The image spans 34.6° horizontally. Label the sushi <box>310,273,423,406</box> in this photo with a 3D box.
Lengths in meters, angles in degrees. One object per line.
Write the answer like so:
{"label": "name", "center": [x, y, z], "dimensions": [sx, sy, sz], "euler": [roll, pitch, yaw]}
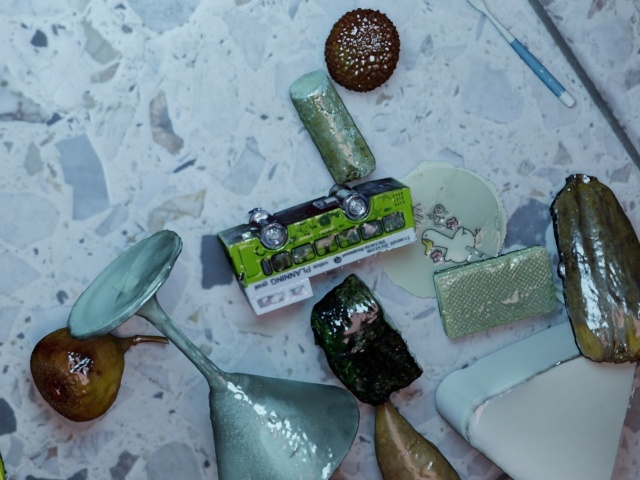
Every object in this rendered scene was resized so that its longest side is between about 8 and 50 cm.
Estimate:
{"label": "sushi", "center": [0.068, 0.168, 1.647], "dimensions": [0.127, 0.124, 0.225], "euler": [-34, 127, -4]}

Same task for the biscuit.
{"label": "biscuit", "center": [0.296, 0.087, 1.737], "dimensions": [0.199, 0.040, 0.121], "euler": [-15, 109, -8]}

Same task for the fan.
{"label": "fan", "center": [0.272, 0.023, 1.743], "dimensions": [0.415, 0.012, 0.233], "euler": [28, 98, -17]}

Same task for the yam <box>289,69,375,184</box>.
{"label": "yam", "center": [0.019, -0.174, 1.598], "dimensions": [0.078, 0.078, 0.179], "euler": [-31, 109, -6]}

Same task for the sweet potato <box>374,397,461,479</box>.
{"label": "sweet potato", "center": [0.175, 0.409, 1.748], "dimensions": [0.131, 0.131, 0.336], "euler": [-24, 109, -9]}

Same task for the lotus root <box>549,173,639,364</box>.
{"label": "lotus root", "center": [0.477, 0.036, 1.694], "dimensions": [0.167, 0.078, 0.329], "euler": [-5, 73, -18]}

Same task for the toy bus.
{"label": "toy bus", "center": [0.000, 0.000, 1.616], "dimensions": [0.302, 0.113, 0.139], "euler": [-19, 109, -10]}

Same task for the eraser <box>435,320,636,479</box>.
{"label": "eraser", "center": [0.356, 0.293, 1.757], "dimensions": [0.331, 0.150, 0.331], "euler": [-4, 103, -17]}

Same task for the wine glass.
{"label": "wine glass", "center": [-0.160, 0.197, 1.511], "dimensions": [0.267, 0.267, 0.406], "euler": [-42, 117, -3]}

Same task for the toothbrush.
{"label": "toothbrush", "center": [0.325, -0.313, 1.680], "dimensions": [0.276, 0.025, 0.019], "euler": [41, 95, -21]}

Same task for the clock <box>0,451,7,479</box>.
{"label": "clock", "center": [-0.627, 0.389, 1.556], "dimensions": [0.293, 0.071, 0.277], "euler": [-24, 107, -9]}

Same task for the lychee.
{"label": "lychee", "center": [0.064, -0.292, 1.562], "dimensions": [0.123, 0.129, 0.123], "euler": [0, 67, -1]}

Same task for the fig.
{"label": "fig", "center": [-0.338, 0.174, 1.579], "dimensions": [0.201, 0.134, 0.146], "euler": [-39, 132, -35]}
